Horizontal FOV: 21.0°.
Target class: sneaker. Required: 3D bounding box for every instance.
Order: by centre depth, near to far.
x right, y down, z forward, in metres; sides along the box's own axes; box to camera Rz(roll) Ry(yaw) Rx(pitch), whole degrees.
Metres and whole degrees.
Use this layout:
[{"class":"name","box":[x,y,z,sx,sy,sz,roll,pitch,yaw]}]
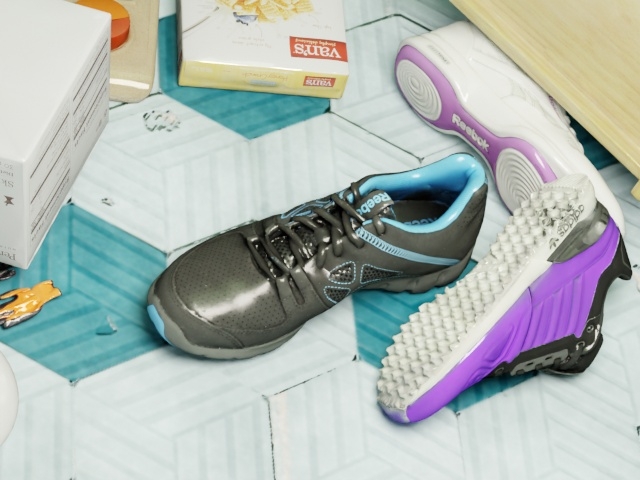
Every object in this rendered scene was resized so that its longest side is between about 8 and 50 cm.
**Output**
[{"class":"sneaker","box":[0.000,0.000,1.576,0.341,0.139,0.125,-20,64,-25]},{"class":"sneaker","box":[0.187,0.085,1.588,0.293,0.102,0.146,-45,112,-16]},{"class":"sneaker","box":[0.216,-0.119,1.731,0.152,0.114,0.305,-29,67,-28]}]

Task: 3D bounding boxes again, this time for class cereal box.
[{"class":"cereal box","box":[-0.064,-0.258,1.800,0.173,0.047,0.240,3,55,-12]}]

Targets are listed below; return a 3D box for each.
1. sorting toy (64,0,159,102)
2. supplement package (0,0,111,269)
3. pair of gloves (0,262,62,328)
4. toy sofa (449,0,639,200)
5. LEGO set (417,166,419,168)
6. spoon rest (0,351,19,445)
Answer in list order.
[{"class":"sorting toy","box":[-0.314,-0.255,1.737,0.307,0.041,0.229,7,54,-10]},{"class":"supplement package","box":[-0.346,-0.124,1.549,0.262,0.145,0.204,16,50,7]},{"class":"pair of gloves","box":[-0.283,0.040,1.555,0.074,0.010,0.083,-28,63,-28]},{"class":"toy sofa","box":[0.271,-0.225,1.699,0.362,0.150,0.177,45,42,15]},{"class":"LEGO set","box":[0.100,-0.051,1.713,0.083,0.023,0.054,-8,32,0]},{"class":"spoon rest","box":[-0.363,0.075,1.434,0.137,0.084,0.276,-36,83,-31]}]
